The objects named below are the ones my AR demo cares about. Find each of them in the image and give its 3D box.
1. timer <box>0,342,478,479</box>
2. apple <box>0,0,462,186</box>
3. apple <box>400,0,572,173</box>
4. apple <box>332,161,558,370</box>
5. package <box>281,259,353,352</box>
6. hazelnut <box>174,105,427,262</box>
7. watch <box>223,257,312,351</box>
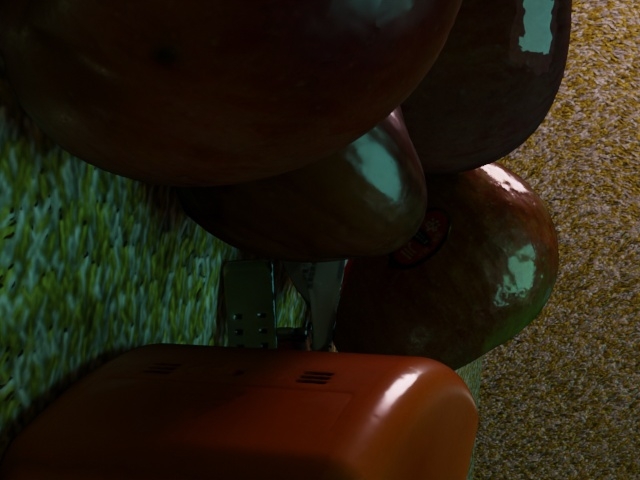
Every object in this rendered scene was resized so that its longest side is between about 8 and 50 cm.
[{"bbox_3d":[-0.043,0.150,0.669,0.250,0.257,0.161,-49,136,-61],"label":"timer"},{"bbox_3d":[-0.033,-0.167,0.530,0.251,0.163,0.293,-17,108,-31],"label":"apple"},{"bbox_3d":[0.121,-0.245,1.111,0.345,0.269,0.345,177,-90,-88],"label":"apple"},{"bbox_3d":[0.135,0.029,1.261,0.250,0.309,0.277,59,-20,1],"label":"apple"},{"bbox_3d":[0.000,0.000,1.002,0.269,0.071,0.194,-81,177,-70],"label":"package"},{"bbox_3d":[-0.020,-0.063,0.774,0.210,0.186,0.210,163,-90,-83],"label":"hazelnut"},{"bbox_3d":[-0.043,0.144,0.992,0.165,0.102,0.269,-31,118,-79],"label":"watch"}]
